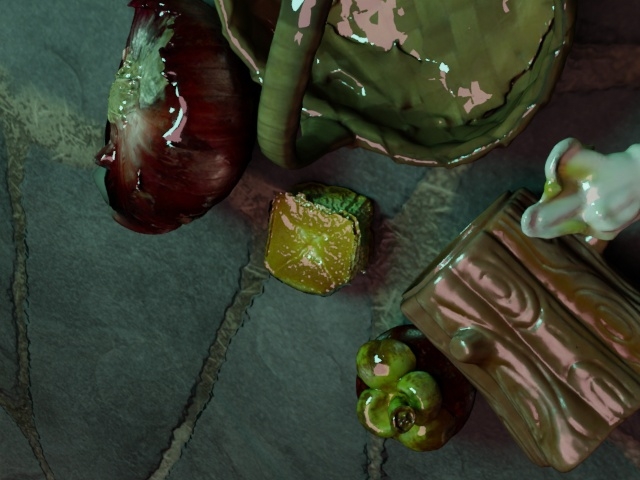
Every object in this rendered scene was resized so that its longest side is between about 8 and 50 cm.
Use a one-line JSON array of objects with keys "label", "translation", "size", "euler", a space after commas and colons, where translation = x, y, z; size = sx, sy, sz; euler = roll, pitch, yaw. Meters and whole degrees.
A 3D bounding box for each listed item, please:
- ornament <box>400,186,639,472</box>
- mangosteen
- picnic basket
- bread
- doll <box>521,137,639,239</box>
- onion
[{"label": "ornament", "translation": [0.208, 0.084, 0.774], "size": [0.217, 0.221, 0.235], "euler": [45, 142, 4]}, {"label": "mangosteen", "translation": [0.101, 0.187, 0.911], "size": [0.156, 0.181, 0.146], "euler": [38, 133, 7]}, {"label": "picnic basket", "translation": [0.038, -0.192, 0.634], "size": [0.337, 0.337, 0.293], "euler": [29, 128, 11]}, {"label": "bread", "translation": [0.000, 0.000, 0.927], "size": [0.128, 0.069, 0.140], "euler": [17, 121, 19]}, {"label": "doll", "translation": [0.354, -0.035, 0.602], "size": [0.348, 0.161, 0.423], "euler": [-43, 110, -2]}, {"label": "onion", "translation": [-0.147, -0.135, 0.862], "size": [0.272, 0.195, 0.272], "euler": [-17, 71, 60]}]
